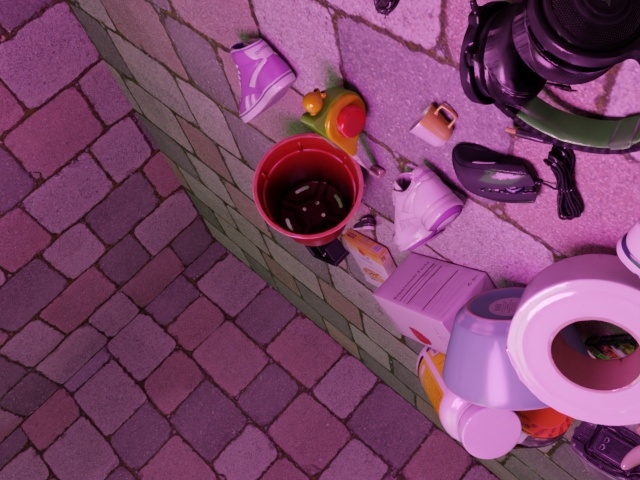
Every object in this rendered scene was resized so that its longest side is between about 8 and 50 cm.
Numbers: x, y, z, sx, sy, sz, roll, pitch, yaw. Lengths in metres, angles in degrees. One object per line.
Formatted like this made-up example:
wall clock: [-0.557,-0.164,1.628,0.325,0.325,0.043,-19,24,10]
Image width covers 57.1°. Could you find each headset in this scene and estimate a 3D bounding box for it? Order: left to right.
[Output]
headset: [0.242,-0.218,0.691,0.394,0.185,0.243,37,167,-18]

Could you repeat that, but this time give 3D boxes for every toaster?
toaster: [0.759,0.556,1.493,0.227,0.129,0.146,25,159,46]

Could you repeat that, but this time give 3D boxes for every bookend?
bookend: [0.000,0.000,2.086,0.157,0.072,0.156,22,152,54]

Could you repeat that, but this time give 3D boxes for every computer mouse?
computer mouse: [0.309,-0.122,1.001,0.262,0.060,0.184,31,160,40]

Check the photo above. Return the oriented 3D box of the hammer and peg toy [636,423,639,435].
hammer and peg toy: [0.736,0.352,0.946,0.361,0.127,0.266,41,150,10]

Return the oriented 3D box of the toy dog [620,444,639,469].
toy dog: [0.725,0.599,1.153,0.395,0.408,0.284,26,156,48]

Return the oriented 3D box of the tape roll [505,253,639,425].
tape roll: [0.469,0.169,0.997,0.286,0.100,0.286,13,121,23]

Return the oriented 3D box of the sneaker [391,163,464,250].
sneaker: [0.219,-0.073,1.322,0.152,0.114,0.305,56,162,10]

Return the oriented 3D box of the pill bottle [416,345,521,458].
pill bottle: [0.374,0.391,1.495,0.188,0.188,0.334,50,-173,-17]

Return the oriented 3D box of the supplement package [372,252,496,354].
supplement package: [0.312,0.172,1.538,0.177,0.175,0.293,52,163,-25]

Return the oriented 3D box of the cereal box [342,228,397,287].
cereal box: [0.178,0.080,1.885,0.173,0.047,0.240,29,158,44]

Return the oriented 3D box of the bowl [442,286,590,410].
bowl: [0.405,0.206,1.246,0.312,0.312,0.163,16,122,60]

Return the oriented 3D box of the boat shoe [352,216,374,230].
boat shoe: [0.125,-0.047,1.709,0.046,0.038,0.125,4,177,-11]

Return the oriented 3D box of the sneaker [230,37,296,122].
sneaker: [-0.165,-0.401,1.444,0.161,0.102,0.282,50,153,-8]

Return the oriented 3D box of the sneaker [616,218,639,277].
sneaker: [0.542,0.054,0.832,0.235,0.090,0.094,39,154,14]

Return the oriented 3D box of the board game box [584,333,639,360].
board game box: [0.641,0.237,1.146,0.136,0.030,0.259,42,165,2]

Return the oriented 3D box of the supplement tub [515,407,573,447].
supplement tub: [0.554,0.468,1.629,0.207,0.207,0.338,41,165,13]

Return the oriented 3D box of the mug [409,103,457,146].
mug: [0.207,-0.204,1.060,0.064,0.062,0.078,38,172,-7]

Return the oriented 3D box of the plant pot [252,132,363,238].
plant pot: [-0.025,-0.109,1.566,0.272,0.272,0.265,42,173,10]

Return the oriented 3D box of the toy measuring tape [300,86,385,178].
toy measuring tape: [0.073,-0.245,1.281,0.121,0.121,0.330,32,-177,39]
